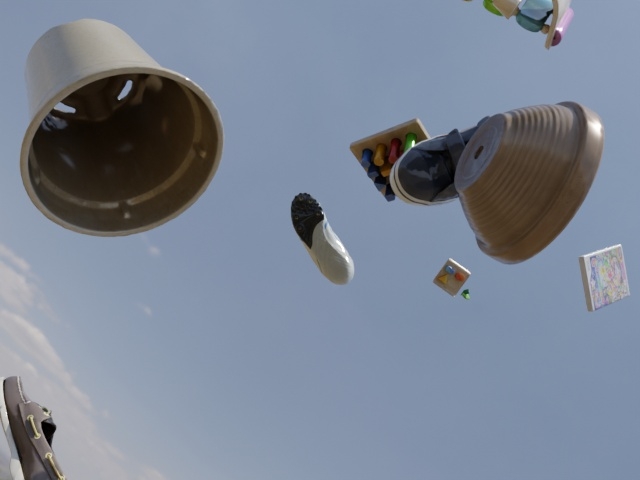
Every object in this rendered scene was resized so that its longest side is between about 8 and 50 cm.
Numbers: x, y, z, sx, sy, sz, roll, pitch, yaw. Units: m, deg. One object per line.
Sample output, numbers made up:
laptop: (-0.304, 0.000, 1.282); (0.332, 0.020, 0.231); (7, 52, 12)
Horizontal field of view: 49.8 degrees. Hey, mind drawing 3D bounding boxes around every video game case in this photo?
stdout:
video game case: (0.454, 0.058, 1.099); (0.011, 0.122, 0.087); (-8, -88, 51)

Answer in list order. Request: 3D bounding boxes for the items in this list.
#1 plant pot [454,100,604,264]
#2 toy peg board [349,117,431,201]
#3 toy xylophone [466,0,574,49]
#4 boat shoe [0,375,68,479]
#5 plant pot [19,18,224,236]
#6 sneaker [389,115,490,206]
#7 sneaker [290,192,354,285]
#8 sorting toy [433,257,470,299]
plant pot: (0.259, -0.095, 0.937); (0.110, 0.237, 0.237); (25, -27, -12)
toy peg board: (0.162, -0.144, 1.417); (0.161, 0.079, 0.161); (-17, -50, 30)
toy xylophone: (0.209, -0.382, 0.964); (0.323, 0.236, 0.081); (38, -43, 12)
boat shoe: (-0.577, 0.394, 1.383); (0.324, 0.097, 0.116); (53, -28, 40)
plant pot: (-0.383, -0.230, 1.226); (0.305, 0.334, 0.334); (55, -18, 38)
sneaker: (0.281, -0.151, 1.215); (0.127, 0.321, 0.126); (137, -65, -68)
sneaker: (0.000, 0.000, 1.600); (0.237, 0.085, 0.086); (61, -3, 4)
sorting toy: (0.279, 0.084, 1.407); (0.083, 0.062, 0.012); (35, 0, -6)
